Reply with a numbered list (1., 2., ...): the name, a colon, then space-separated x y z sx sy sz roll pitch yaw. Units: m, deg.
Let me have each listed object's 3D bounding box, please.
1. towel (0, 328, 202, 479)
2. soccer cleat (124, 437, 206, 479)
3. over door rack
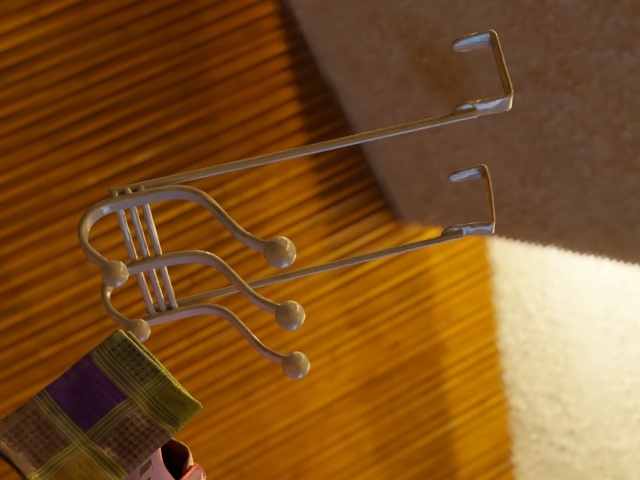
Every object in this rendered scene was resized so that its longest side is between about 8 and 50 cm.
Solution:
1. towel: -0.100 0.080 0.799 0.060 0.083 0.009 43 -22 26
2. soccer cleat: -0.116 0.206 1.387 0.108 0.116 0.318 16 -7 13
3. over door rack: 0.000 0.000 1.330 0.239 0.324 0.108 86 -21 -67
